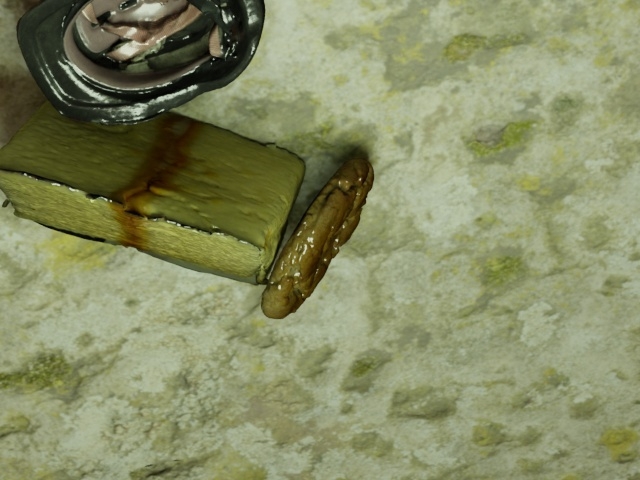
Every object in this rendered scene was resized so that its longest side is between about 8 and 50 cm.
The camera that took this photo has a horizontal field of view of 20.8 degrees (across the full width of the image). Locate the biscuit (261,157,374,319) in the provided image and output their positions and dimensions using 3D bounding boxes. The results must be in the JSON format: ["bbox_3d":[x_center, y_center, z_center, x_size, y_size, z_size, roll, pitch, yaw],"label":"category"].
[{"bbox_3d":[0.000,0.000,2.073,0.042,0.226,0.226,31,126,8],"label":"biscuit"}]

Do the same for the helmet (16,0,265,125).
[{"bbox_3d":[-0.184,-0.247,1.876,0.253,0.154,0.198,-10,129,16],"label":"helmet"}]

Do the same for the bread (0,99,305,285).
[{"bbox_3d":[-0.200,-0.010,1.965,0.345,0.405,0.242,20,116,-7],"label":"bread"}]
